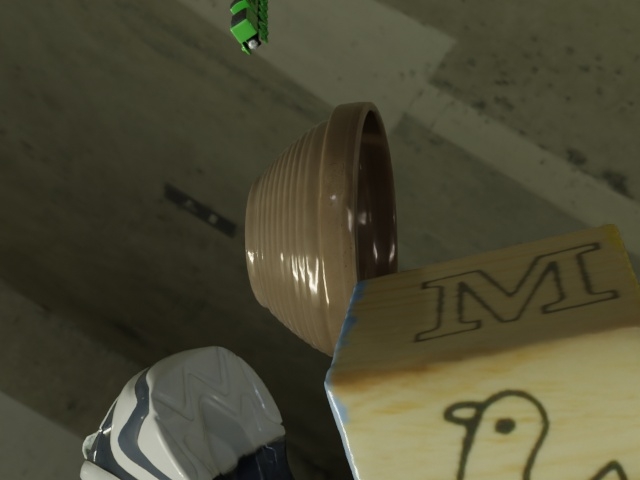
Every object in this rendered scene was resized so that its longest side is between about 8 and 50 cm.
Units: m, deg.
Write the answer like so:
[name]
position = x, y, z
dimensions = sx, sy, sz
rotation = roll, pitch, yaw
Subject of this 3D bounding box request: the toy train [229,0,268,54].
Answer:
[toy train]
position = -0.042, -0.134, 0.672
dimensions = 0.024, 0.017, 0.083
rotation = 51, -163, -27

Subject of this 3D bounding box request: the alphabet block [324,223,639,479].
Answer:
[alphabet block]
position = 0.132, 0.119, 0.775
dimensions = 0.197, 0.193, 0.192
rotation = -14, 107, 13

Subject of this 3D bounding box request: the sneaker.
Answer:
[sneaker]
position = -0.056, 0.182, 0.588
dimensions = 0.153, 0.094, 0.235
rotation = -32, 90, 48

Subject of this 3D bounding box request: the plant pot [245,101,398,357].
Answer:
[plant pot]
position = 0.000, 0.000, 1.010
dimensions = 0.109, 0.237, 0.237
rotation = -3, 155, 11
